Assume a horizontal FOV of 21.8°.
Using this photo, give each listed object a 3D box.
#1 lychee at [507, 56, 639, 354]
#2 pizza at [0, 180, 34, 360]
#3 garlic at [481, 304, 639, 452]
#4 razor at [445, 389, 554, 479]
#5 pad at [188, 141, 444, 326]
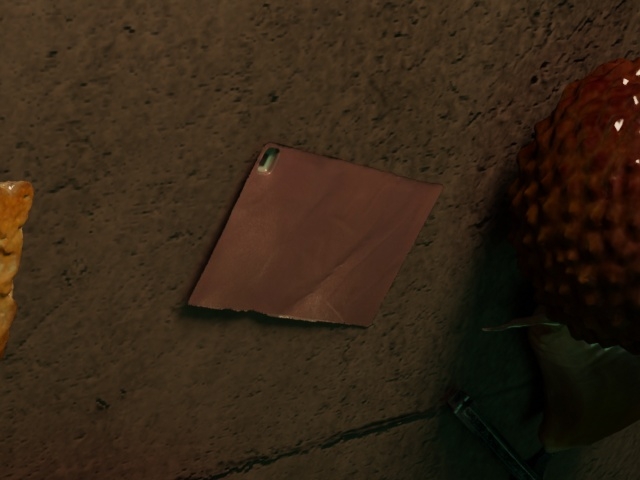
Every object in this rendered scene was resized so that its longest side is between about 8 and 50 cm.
[{"bbox_3d":[0.233,-0.035,1.104,0.200,0.200,0.238,9,117,-49],"label":"lychee"},{"bbox_3d":[-0.209,0.017,0.811,0.161,0.062,0.182,-35,135,-11],"label":"pizza"},{"bbox_3d":[0.201,0.082,1.266,0.128,0.090,0.198,-35,145,-2],"label":"garlic"},{"bbox_3d":[0.143,0.163,1.309,0.066,0.033,0.190,-48,142,-6],"label":"razor"},{"bbox_3d":[0.000,0.000,1.053,0.188,0.006,0.113,10,110,-51],"label":"pad"}]
